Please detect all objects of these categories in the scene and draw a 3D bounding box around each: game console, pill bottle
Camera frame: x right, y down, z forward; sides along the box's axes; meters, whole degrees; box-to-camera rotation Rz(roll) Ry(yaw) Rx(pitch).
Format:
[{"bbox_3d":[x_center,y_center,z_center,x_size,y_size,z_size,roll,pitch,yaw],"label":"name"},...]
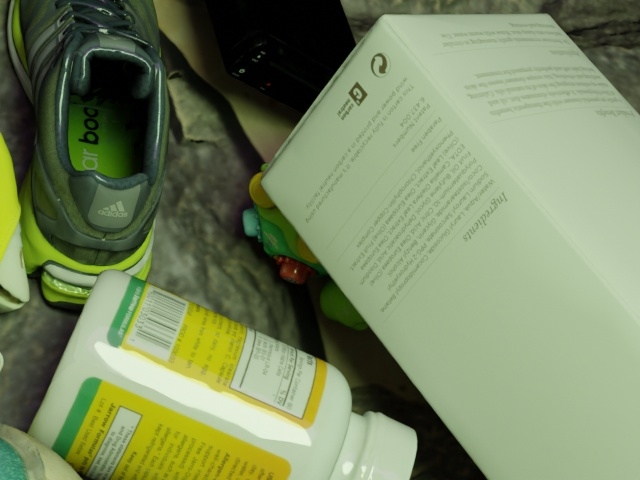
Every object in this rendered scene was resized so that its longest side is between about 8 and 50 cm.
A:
[{"bbox_3d":[-0.107,-0.217,1.044,0.361,0.044,0.213,22,40,-46],"label":"game console"},{"bbox_3d":[-0.055,0.108,0.906,0.208,0.117,0.117,24,52,-7],"label":"pill bottle"}]

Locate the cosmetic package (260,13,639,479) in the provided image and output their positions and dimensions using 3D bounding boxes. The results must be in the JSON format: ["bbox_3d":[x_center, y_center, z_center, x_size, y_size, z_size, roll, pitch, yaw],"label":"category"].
[{"bbox_3d":[0.159,0.037,0.935,0.197,0.155,0.365,-8,55,-49],"label":"cosmetic package"}]

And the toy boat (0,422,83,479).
[{"bbox_3d":[-0.213,0.229,0.701,0.148,0.267,0.318,28,79,-26],"label":"toy boat"}]

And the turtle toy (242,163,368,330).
[{"bbox_3d":[0.000,0.000,1.032,0.130,0.066,0.095,50,35,13],"label":"turtle toy"}]

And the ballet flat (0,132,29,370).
[{"bbox_3d":[-0.216,0.040,0.920,0.077,0.077,0.231,34,51,-27],"label":"ballet flat"}]

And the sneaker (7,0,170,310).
[{"bbox_3d":[-0.140,-0.109,1.009,0.111,0.121,0.300,3,57,-22],"label":"sneaker"}]
